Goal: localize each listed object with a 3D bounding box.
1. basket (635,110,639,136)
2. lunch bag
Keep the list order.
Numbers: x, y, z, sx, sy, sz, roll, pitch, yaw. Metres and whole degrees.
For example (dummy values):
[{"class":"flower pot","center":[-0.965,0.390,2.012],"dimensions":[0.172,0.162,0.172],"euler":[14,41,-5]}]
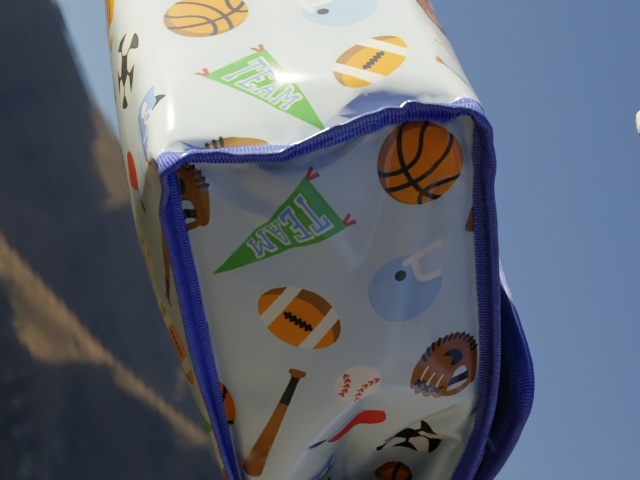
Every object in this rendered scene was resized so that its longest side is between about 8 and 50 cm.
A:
[{"class":"basket","center":[0.303,-0.048,1.232],"dimensions":[0.167,0.113,0.103],"euler":[27,33,-30]},{"class":"lunch bag","center":[0.000,0.000,1.277],"dimensions":[0.328,0.238,0.386],"euler":[-105,-172,-54]}]
